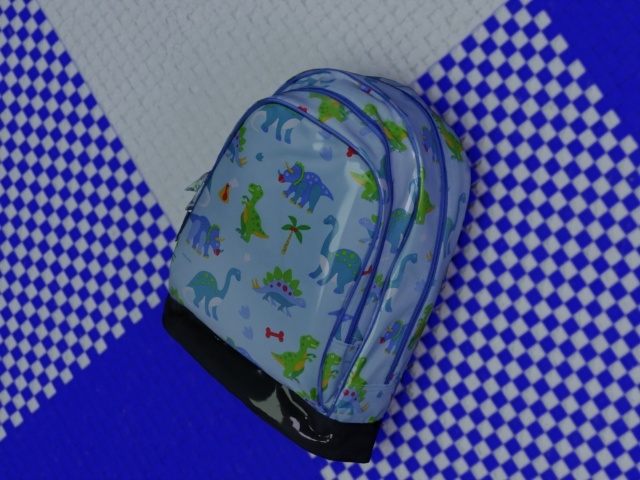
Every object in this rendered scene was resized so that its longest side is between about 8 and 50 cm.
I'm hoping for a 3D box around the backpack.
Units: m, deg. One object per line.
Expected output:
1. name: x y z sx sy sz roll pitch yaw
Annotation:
1. backpack: 0.000 0.000 1.969 0.290 0.273 0.355 40 98 31
